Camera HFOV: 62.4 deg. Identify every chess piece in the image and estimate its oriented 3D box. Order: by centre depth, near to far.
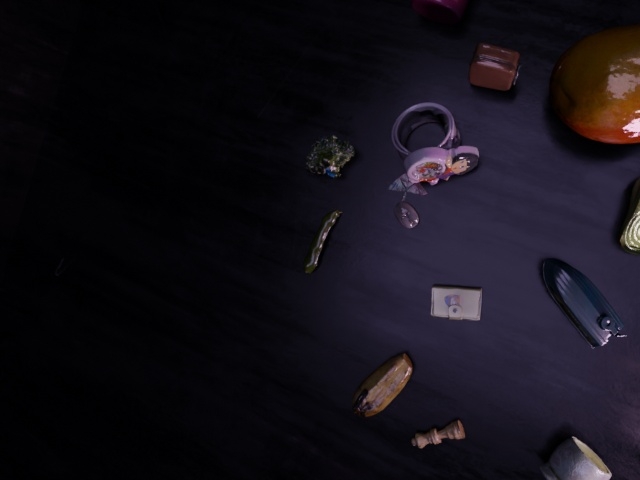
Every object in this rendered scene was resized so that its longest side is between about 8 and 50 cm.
[{"bbox_3d":[0.375,0.631,1.706,0.172,0.060,0.060,-24,81,19],"label":"chess piece"}]

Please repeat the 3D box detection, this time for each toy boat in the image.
[{"bbox_3d":[0.750,0.171,1.548,0.114,0.122,0.296,-38,87,-8],"label":"toy boat"}]

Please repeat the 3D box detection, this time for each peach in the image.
[{"bbox_3d":[0.822,-0.433,1.452,0.372,0.290,0.373,-2,86,23],"label":"peach"}]

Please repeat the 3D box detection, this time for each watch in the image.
[{"bbox_3d":[0.364,-0.313,1.690,0.244,0.196,0.231,-16,62,18],"label":"watch"}]

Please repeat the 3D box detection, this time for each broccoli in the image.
[{"bbox_3d":[0.028,-0.280,1.795,0.167,0.160,0.155,13,120,9],"label":"broccoli"}]

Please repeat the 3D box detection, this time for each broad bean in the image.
[{"bbox_3d":[-0.001,0.000,1.855,0.052,0.052,0.256,24,95,-24],"label":"broad bean"}]

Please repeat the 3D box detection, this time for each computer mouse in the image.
[{"bbox_3d":[0.284,-0.085,1.757,0.066,0.039,0.096,-38,83,14],"label":"computer mouse"}]

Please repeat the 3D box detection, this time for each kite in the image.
[{"bbox_3d":[0.291,-0.163,1.779,0.137,0.005,0.153,9,93,20],"label":"kite"}]

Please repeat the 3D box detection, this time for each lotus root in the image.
[{"bbox_3d":[0.206,0.481,1.748,0.258,0.097,0.110,-45,83,5],"label":"lotus root"}]

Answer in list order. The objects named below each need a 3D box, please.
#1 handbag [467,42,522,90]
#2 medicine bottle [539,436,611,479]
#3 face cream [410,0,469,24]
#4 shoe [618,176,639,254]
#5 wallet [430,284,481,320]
[{"bbox_3d":[0.530,-0.523,1.608,0.151,0.193,0.072,17,90,12],"label":"handbag"},{"bbox_3d":[0.735,0.668,1.530,0.147,0.147,0.143,42,103,15],"label":"medicine bottle"},{"bbox_3d":[0.400,-0.812,1.667,0.175,0.175,0.195,24,98,18],"label":"face cream"},{"bbox_3d":[0.944,-0.084,1.490,0.140,0.128,0.262,16,123,27],"label":"shoe"},{"bbox_3d":[0.437,0.201,1.702,0.155,0.039,0.110,3,86,19],"label":"wallet"}]
